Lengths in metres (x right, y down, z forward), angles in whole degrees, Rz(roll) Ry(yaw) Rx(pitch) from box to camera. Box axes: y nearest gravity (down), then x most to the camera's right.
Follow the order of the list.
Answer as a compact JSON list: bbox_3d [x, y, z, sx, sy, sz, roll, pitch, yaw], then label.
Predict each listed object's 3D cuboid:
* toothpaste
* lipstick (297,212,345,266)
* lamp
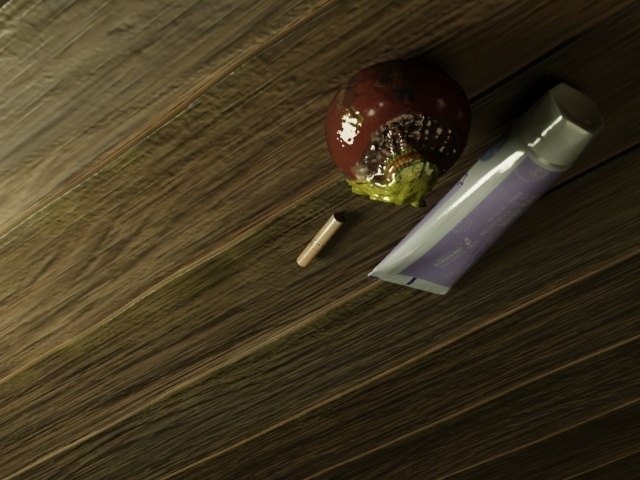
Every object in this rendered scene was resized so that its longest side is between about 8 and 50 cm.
[{"bbox_3d":[0.197,-0.037,0.986,0.125,0.080,0.371,13,138,-21],"label":"toothpaste"},{"bbox_3d":[0.000,0.000,1.032,0.019,0.019,0.094,19,130,-26],"label":"lipstick"},{"bbox_3d":[0.085,-0.109,0.842,0.156,0.135,0.157,-20,134,13],"label":"lamp"}]
